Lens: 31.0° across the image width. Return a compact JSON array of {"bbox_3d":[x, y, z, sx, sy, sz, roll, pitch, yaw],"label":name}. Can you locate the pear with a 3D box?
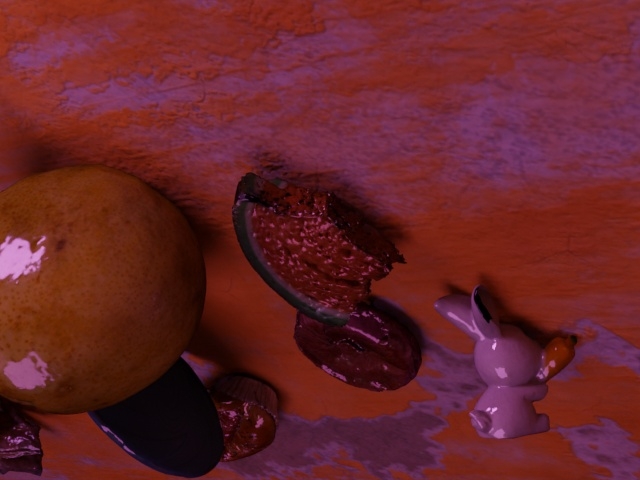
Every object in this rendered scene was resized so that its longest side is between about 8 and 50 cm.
[{"bbox_3d":[-0.301,0.067,1.389,0.304,0.304,0.304,16,148,10],"label":"pear"}]

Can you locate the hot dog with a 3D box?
[{"bbox_3d":[-0.142,0.288,1.826,0.144,0.075,0.268,29,146,-5],"label":"hot dog"}]

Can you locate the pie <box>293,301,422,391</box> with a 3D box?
[{"bbox_3d":[0.048,0.132,1.491,0.182,0.049,0.182,21,148,13],"label":"pie"}]

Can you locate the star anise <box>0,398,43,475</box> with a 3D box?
[{"bbox_3d":[-0.663,0.347,2.216,0.331,0.117,0.332,21,144,16],"label":"star anise"}]

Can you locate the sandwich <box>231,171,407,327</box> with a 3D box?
[{"bbox_3d":[-0.010,-0.005,1.303,0.235,0.079,0.159,37,136,-29],"label":"sandwich"}]

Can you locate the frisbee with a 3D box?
[{"bbox_3d":[-0.234,0.201,1.608,0.289,0.289,0.049,39,110,-25],"label":"frisbee"}]

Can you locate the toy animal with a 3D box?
[{"bbox_3d":[0.216,0.137,1.343,0.131,0.182,0.127,-3,-179,40],"label":"toy animal"}]
